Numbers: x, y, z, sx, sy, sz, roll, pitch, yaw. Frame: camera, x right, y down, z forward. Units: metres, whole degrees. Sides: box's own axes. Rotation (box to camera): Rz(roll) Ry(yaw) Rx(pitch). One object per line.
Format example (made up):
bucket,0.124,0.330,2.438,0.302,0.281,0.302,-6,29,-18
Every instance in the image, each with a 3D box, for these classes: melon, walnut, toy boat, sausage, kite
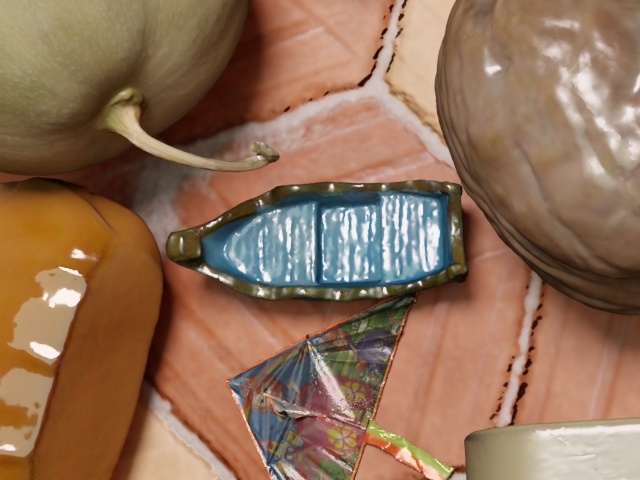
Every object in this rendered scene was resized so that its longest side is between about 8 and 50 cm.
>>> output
melon,-0.178,-0.178,0.813,0.272,0.272,0.308,-37,46,10
walnut,0.169,-0.072,0.723,0.224,0.224,0.224,-2,82,17
toy boat,0.000,0.000,0.822,0.185,0.077,0.075,-3,79,19
sausage,-0.181,0.081,0.850,0.136,0.120,0.241,9,86,33
kite,0.010,0.114,0.843,0.159,0.010,0.190,16,89,18

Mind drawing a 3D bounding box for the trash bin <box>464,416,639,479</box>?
trash bin,0.196,0.219,0.718,0.243,0.121,0.247,-7,77,16
